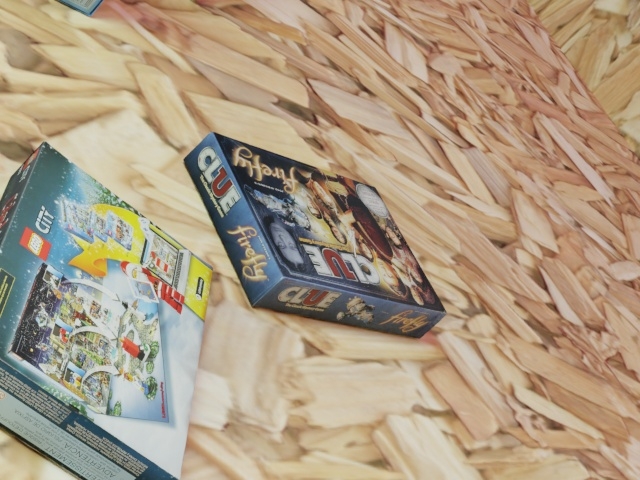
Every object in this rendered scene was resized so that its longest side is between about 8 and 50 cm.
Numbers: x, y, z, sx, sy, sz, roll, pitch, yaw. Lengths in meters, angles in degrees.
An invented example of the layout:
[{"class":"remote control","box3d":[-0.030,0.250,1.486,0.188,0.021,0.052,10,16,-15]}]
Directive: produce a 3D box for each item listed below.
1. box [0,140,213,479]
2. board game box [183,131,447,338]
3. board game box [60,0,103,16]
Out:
[{"class":"box","box3d":[-0.154,0.049,0.867,0.159,0.044,0.233,38,26,-20]},{"class":"board game box","box3d":[0.000,0.000,1.196,0.243,0.042,0.165,15,40,-50]},{"class":"board game box","box3d":[-0.199,-0.305,1.122,0.160,0.211,0.039,22,34,-44]}]
